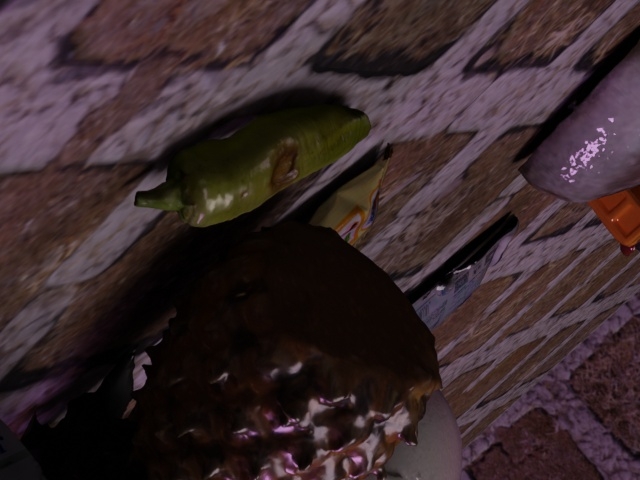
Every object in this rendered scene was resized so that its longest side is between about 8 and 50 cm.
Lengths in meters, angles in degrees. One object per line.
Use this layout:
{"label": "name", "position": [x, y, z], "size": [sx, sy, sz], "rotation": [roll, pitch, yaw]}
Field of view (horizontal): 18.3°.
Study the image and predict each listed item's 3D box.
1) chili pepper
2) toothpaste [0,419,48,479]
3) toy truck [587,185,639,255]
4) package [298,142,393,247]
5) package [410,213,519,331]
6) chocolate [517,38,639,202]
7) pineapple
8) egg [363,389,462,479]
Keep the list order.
{"label": "chili pepper", "position": [-0.013, -0.046, 0.975], "size": [0.208, 0.043, 0.049], "rotation": [-24, 148, -56]}
{"label": "toothpaste", "position": [-0.262, 0.223, 1.114], "size": [0.081, 0.067, 0.336], "rotation": [-25, 160, -52]}
{"label": "toy truck", "position": [0.339, -0.088, 1.801], "size": [0.270, 0.114, 0.135], "rotation": [-30, 169, -34]}
{"label": "package", "position": [-0.002, 0.001, 1.216], "size": [0.120, 0.031, 0.108], "rotation": [-43, 170, -19]}
{"label": "package", "position": [0.100, 0.060, 1.784], "size": [0.171, 0.027, 0.173], "rotation": [-40, 170, -22]}
{"label": "chocolate", "position": [0.296, -0.118, 1.591], "size": [0.303, 0.100, 0.185], "rotation": [-24, 163, -46]}
{"label": "pineapple", "position": [-0.095, 0.145, 1.140], "size": [0.364, 0.165, 0.165], "rotation": [-44, 168, 27]}
{"label": "egg", "position": [0.021, 0.169, 1.520], "size": [0.183, 0.183, 0.217], "rotation": [-39, -176, -8]}
